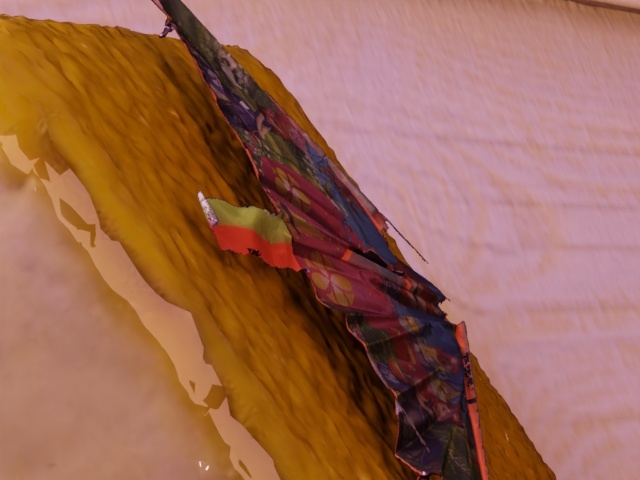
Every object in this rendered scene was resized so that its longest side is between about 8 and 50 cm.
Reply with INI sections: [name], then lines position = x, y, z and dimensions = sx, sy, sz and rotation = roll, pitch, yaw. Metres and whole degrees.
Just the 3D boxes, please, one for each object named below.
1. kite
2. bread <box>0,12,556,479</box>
[kite]
position = 0.000, 0.000, 0.622
dimensions = 0.241, 0.014, 0.183
rotation = 59, 16, 19
[bread]
position = -0.033, 0.081, 0.642
dimensions = 0.323, 0.143, 0.333
rotation = 57, 13, 6
